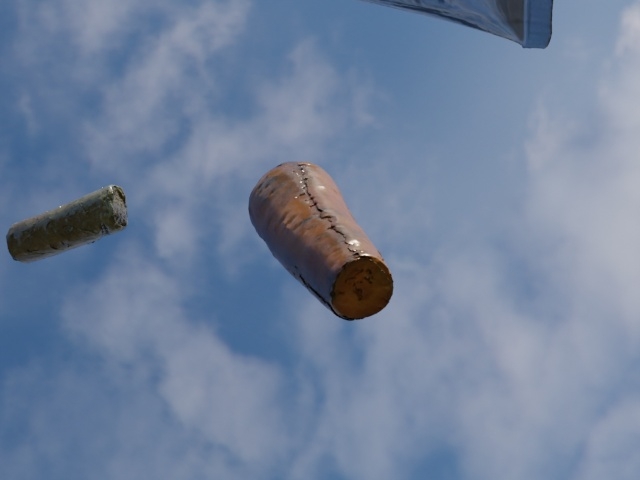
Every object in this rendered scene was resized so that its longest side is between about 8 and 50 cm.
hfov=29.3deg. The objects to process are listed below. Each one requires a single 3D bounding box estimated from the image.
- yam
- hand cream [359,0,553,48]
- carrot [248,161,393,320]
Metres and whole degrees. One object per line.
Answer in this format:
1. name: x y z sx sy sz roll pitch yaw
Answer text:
1. yam: -0.269 -0.015 1.317 0.132 0.054 0.054 -19 -61 14
2. hand cream: 0.009 -0.145 0.571 0.058 0.271 0.091 -8 -73 -37
3. carrot: 0.000 0.000 0.667 0.055 0.161 0.055 -6 -67 -14
